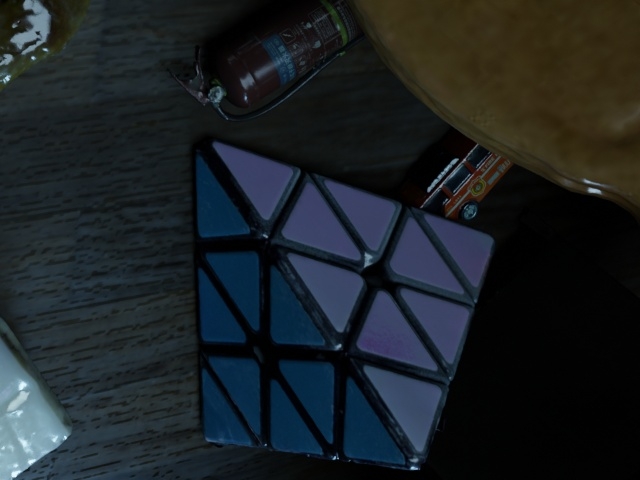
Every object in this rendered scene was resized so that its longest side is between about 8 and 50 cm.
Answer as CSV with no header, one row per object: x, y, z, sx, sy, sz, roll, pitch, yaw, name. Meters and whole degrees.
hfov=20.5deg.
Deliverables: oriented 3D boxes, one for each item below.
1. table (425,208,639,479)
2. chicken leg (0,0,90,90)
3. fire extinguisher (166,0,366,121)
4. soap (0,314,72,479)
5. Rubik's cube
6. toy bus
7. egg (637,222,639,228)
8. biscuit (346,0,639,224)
0.166,0.125,1.122,0.169,0.193,0.172,-46,137,-3,table
-0.185,-0.067,0.809,0.198,0.069,0.085,-40,113,-19,chicken leg
-0.017,-0.105,0.928,0.132,0.039,0.056,-35,126,-14,fire extinguisher
-0.228,0.103,0.887,0.183,0.064,0.121,-36,136,-12,soap
0.000,0.000,0.994,0.190,0.211,0.178,-45,113,-31,Rubik's cube
0.092,-0.050,1.058,0.110,0.031,0.043,-48,135,-2,toy bus
0.352,-0.059,1.036,0.428,0.345,0.345,23,104,-35,egg
0.219,-0.153,0.829,0.078,0.455,0.350,38,68,-86,biscuit
